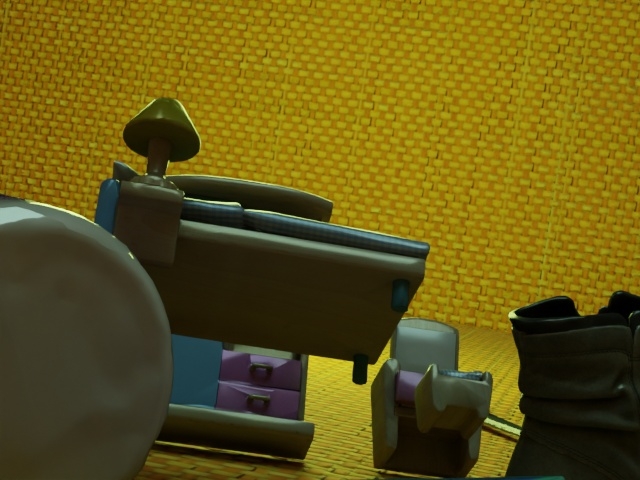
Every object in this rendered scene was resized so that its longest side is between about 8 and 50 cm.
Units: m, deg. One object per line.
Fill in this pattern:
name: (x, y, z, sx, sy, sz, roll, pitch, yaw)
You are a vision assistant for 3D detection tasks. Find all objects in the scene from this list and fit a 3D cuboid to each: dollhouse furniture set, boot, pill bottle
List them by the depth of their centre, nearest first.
pill bottle: (-0.217, 0.050, 0.734, 0.169, 0.169, 0.301, 8, 2, -34)
boot: (0.212, 0.116, 0.761, 0.246, 0.161, 0.083, 8, 2, -24)
dollhouse furniture set: (0.000, 0.000, 0.884, 0.286, 0.198, 0.303, 8, -30, -6)

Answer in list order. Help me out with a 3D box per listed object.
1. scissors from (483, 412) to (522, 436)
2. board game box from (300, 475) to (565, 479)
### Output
scissors: (0.132, 0.166, 1.300, 0.109, 0.021, 0.297, 11, 2, -8)
board game box: (-0.007, 0.129, 0.548, 0.160, 0.047, 0.210, -7, -7, 28)
